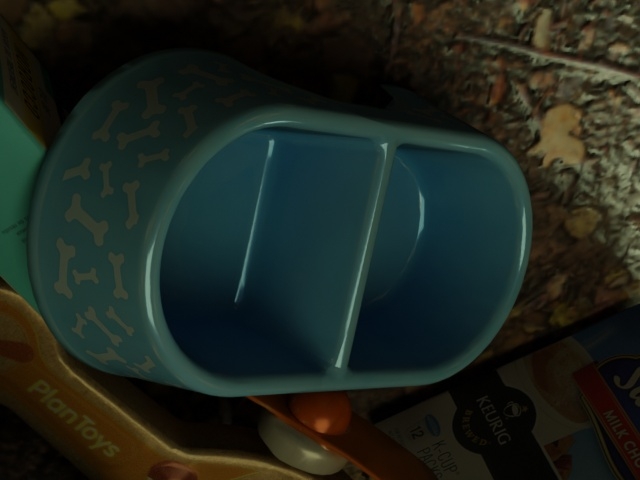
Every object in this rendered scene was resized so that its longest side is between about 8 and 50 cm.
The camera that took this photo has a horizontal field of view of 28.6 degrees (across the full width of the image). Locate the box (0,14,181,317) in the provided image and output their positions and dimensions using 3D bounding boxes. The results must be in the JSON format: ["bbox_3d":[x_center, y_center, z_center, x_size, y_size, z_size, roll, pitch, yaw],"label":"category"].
[{"bbox_3d":[-0.160,-0.056,0.596,0.060,0.100,0.244,-30,132,6],"label":"box"}]

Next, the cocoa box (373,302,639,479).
[{"bbox_3d":[0.216,0.260,0.899,0.227,0.231,0.347,-25,132,0],"label":"cocoa box"}]

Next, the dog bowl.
[{"bbox_3d":[0.000,0.000,0.638,0.297,0.074,0.166,3,102,-45],"label":"dog bowl"}]

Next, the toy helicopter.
[{"bbox_3d":[-0.088,0.130,0.761,0.235,0.140,0.355,-34,119,18],"label":"toy helicopter"}]
